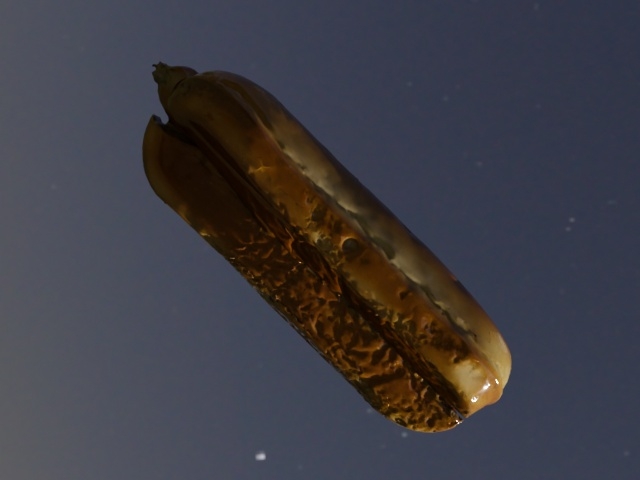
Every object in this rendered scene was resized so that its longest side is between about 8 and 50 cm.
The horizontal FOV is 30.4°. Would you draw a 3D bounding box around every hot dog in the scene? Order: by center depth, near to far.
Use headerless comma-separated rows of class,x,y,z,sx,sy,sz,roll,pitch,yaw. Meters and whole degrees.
hot dog,0.000,0.000,0.581,0.236,0.062,0.092,48,-44,-9
